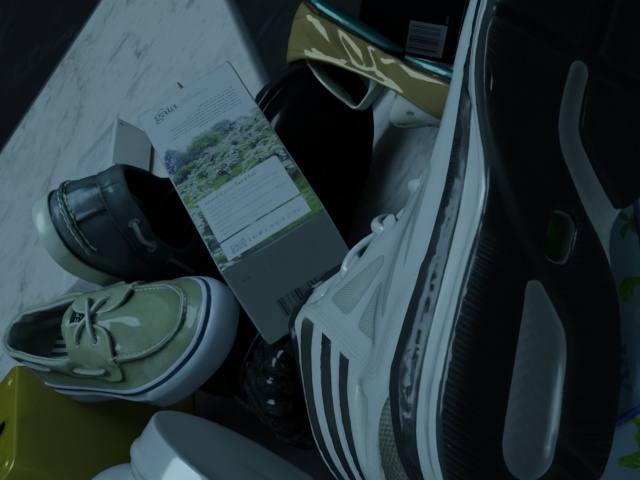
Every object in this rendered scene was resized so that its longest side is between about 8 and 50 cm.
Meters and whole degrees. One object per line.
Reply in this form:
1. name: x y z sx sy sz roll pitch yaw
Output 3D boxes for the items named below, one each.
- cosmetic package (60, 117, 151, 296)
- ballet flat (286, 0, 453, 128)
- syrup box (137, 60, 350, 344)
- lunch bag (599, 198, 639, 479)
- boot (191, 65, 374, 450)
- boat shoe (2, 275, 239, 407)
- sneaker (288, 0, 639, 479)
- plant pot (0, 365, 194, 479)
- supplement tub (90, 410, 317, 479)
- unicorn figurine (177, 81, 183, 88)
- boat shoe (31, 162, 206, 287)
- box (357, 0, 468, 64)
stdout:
1. cosmetic package: -0.263 -0.034 1.919 0.099 0.060 0.239 -44 32 36
2. ballet flat: 0.065 -0.138 1.353 0.232 0.080 0.073 32 104 30
3. syrup box: -0.060 -0.036 1.253 0.093 0.096 0.237 -31 41 -1
4. lunch bag: 0.180 0.065 1.020 0.176 0.090 0.219 -39 35 36
5. boot: 0.003 0.002 1.344 0.260 0.131 0.348 7 76 64
6. boat shoe: -0.184 0.090 1.362 0.302 0.094 0.109 -20 53 50
7. sneaker: 0.084 -0.041 0.999 0.257 0.169 0.447 -7 63 57
8. plant pot: -0.254 0.244 1.509 0.212 0.187 0.212 -48 29 25
9. supplement tub: -0.120 0.311 1.165 0.316 0.228 0.228 -59 27 5
10. unicorn figurine: -0.128 -0.098 1.758 0.162 0.060 0.111 31 93 47
11. boat shoe: -0.137 -0.004 1.458 0.099 0.319 0.116 -32 67 20
12. box: 0.098 -0.312 1.368 0.261 0.103 0.184 97 -175 -58
